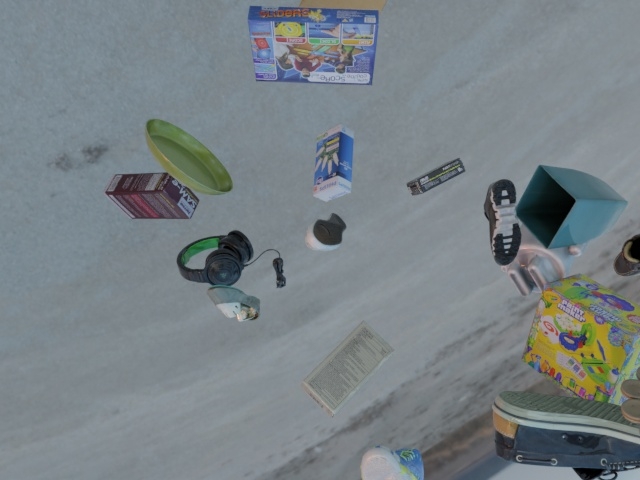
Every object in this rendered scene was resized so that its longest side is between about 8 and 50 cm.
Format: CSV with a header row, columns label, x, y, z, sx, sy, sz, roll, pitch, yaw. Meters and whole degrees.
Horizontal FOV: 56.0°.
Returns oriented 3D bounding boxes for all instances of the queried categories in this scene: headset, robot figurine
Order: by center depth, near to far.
label,x,y,z,sx,sy,sz,roll,pitch,yaw
robot figurine,0.731,0.031,1.976,0.300,0.200,0.353,-14,-154,46
headset,-0.319,0.088,2.170,0.394,0.243,0.185,1,122,17

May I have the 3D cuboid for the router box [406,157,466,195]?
label,x,y,z,sx,sy,sz,roll,pitch,yaw
router box,0.279,-0.154,1.462,0.122,0.038,0.092,-28,-177,-7

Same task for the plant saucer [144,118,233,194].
label,x,y,z,sx,sy,sz,roll,pitch,yaw
plant saucer,-0.304,-0.181,1.368,0.037,0.241,0.241,-46,152,17

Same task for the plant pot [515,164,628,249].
label,x,y,z,sx,sy,sz,roll,pitch,yaw
plant pot,0.694,-0.090,1.637,0.234,0.165,0.165,-1,130,-23

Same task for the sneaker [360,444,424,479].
label,x,y,z,sx,sy,sz,roll,pitch,yaw
sneaker,0.142,0.438,1.163,0.091,0.126,0.240,-11,126,19

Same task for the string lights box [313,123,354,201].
label,x,y,z,sx,sy,sz,roll,pitch,yaw
string lights box,0.050,-0.288,2.249,0.077,0.259,0.133,22,152,-38

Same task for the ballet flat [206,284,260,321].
label,x,y,z,sx,sy,sz,roll,pitch,yaw
ballet flat,-0.199,0.155,1.430,0.072,0.068,0.213,-13,162,17

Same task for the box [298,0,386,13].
label,x,y,z,sx,sy,sz,roll,pitch,yaw
box,0.063,-0.630,1.583,0.164,0.201,0.021,-63,-176,1

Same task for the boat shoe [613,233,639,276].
label,x,y,z,sx,sy,sz,roll,pitch,yaw
boat shoe,0.481,0.015,0.910,0.049,0.056,0.152,-8,155,-8

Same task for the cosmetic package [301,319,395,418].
label,x,y,z,sx,sy,sz,roll,pitch,yaw
cosmetic package,0.095,0.447,2.091,0.309,0.160,0.113,-41,165,-20

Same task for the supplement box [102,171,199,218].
label,x,y,z,sx,sy,sz,roll,pitch,yaw
supplement box,-0.476,-0.124,1.692,0.239,0.073,0.130,2,147,29

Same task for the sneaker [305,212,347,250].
label,x,y,z,sx,sy,sz,roll,pitch,yaw
sneaker,0.000,0.000,1.872,0.123,0.106,0.290,-41,177,18

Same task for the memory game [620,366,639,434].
label,x,y,z,sx,sy,sz,roll,pitch,yaw
memory game,0.483,0.217,0.768,0.186,0.186,0.012,-22,120,-21

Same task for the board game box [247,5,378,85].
label,x,y,z,sx,sy,sz,roll,pitch,yaw
board game box,-0.011,-0.313,0.977,0.201,0.035,0.136,3,152,1

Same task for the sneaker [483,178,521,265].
label,x,y,z,sx,sy,sz,roll,pitch,yaw
sneaker,0.482,-0.052,1.606,0.078,0.234,0.106,-6,-169,0

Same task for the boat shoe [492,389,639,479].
label,x,y,z,sx,sy,sz,roll,pitch,yaw
boat shoe,0.635,0.469,1.401,0.500,0.156,0.187,9,-174,-5

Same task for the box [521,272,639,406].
label,x,y,z,sx,sy,sz,roll,pitch,yaw
box,0.781,0.294,1.743,0.177,0.290,0.279,-11,122,-31
